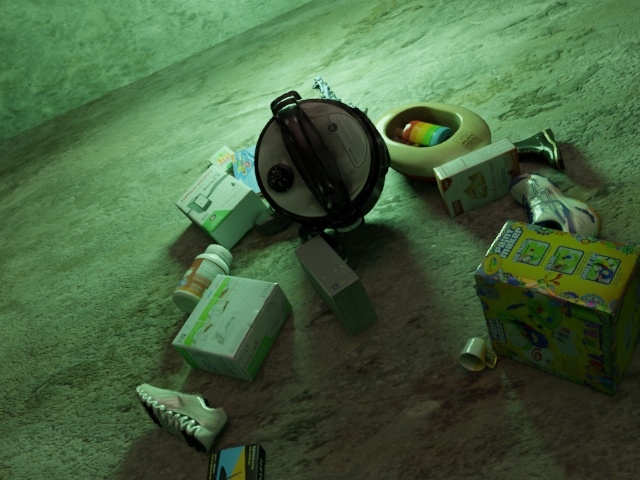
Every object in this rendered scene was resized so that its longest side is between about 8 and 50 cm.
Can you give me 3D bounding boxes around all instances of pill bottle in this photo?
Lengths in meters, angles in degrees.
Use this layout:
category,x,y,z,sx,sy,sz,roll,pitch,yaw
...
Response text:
category,x,y,z,sx,sy,sz,roll,pitch,yaw
pill bottle,-0.365,0.122,1.875,0.121,0.121,0.216,2,48,29

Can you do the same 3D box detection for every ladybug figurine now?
category,x,y,z,sx,sy,sz,roll,pitch,yaw
ladybug figurine,0.357,-0.305,1.913,0.305,0.162,0.449,-42,43,-16

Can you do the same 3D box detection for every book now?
category,x,y,z,sx,sy,sz,roll,pitch,yaw
book,-0.389,-0.324,2.426,0.096,0.035,0.144,-39,45,-12

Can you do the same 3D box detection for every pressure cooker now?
category,x,y,z,sx,sy,sz,roll,pitch,yaw
pressure cooker,0.004,-0.211,1.725,0.369,0.420,0.376,19,92,11

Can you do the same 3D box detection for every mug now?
category,x,y,z,sx,sy,sz,roll,pitch,yaw
mug,0.369,0.268,1.399,0.062,0.078,0.064,-33,17,46

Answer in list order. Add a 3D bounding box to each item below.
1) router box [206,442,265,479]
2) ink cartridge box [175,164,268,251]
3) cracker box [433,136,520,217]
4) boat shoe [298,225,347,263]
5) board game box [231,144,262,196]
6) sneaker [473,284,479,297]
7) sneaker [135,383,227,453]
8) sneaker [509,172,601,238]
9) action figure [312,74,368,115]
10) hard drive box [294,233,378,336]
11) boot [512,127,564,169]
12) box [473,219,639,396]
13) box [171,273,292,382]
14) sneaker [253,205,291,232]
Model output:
category,x,y,z,sx,sy,sz,roll,pitch,yaw
router box,-0.199,0.572,1.374,0.133,0.046,0.179,-16,42,12
ink cartridge box,-0.356,-0.120,2.104,0.211,0.121,0.289,-48,44,-10
cracker box,0.462,-0.181,1.734,0.232,0.156,0.067,-23,41,5
boat shoe,0.000,0.000,1.847,0.084,0.079,0.233,-38,40,-11
board game box,-0.259,-0.263,2.275,0.144,0.027,0.281,-21,47,5
sneaker,0.489,0.101,1.508,0.209,0.069,0.082,-29,73,-17
sneaker,-0.367,0.445,1.562,0.292,0.110,0.118,20,50,31
sneaker,0.597,-0.080,1.594,0.131,0.112,0.296,-34,40,-9
action figure,0.019,-0.436,2.226,0.329,0.179,0.342,-21,65,-1
hard drive box,0.040,0.120,1.620,0.089,0.181,0.232,-33,42,-9
boot,0.649,-0.255,1.789,0.136,0.077,0.198,-17,28,18
box,0.511,0.141,1.268,0.279,0.290,0.177,17,56,38
box,-0.246,0.239,1.685,0.231,0.127,0.262,5,49,31
sneaker,-0.114,-0.138,2.010,0.286,0.130,0.109,-36,43,-9
